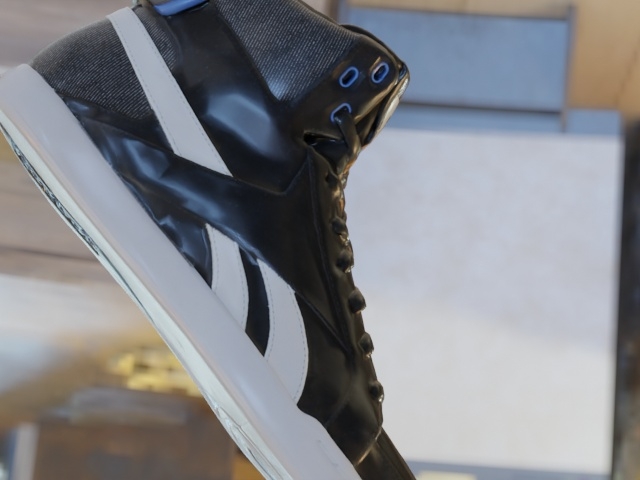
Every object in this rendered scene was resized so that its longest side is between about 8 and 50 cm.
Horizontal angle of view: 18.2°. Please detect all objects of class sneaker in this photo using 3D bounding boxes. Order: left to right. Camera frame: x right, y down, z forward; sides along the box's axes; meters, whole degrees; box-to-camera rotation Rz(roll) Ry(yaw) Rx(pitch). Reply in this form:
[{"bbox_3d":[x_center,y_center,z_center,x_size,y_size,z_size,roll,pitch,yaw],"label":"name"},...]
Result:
[{"bbox_3d":[0.000,0.000,0.662,0.121,0.217,0.079,-38,177,-11],"label":"sneaker"}]
